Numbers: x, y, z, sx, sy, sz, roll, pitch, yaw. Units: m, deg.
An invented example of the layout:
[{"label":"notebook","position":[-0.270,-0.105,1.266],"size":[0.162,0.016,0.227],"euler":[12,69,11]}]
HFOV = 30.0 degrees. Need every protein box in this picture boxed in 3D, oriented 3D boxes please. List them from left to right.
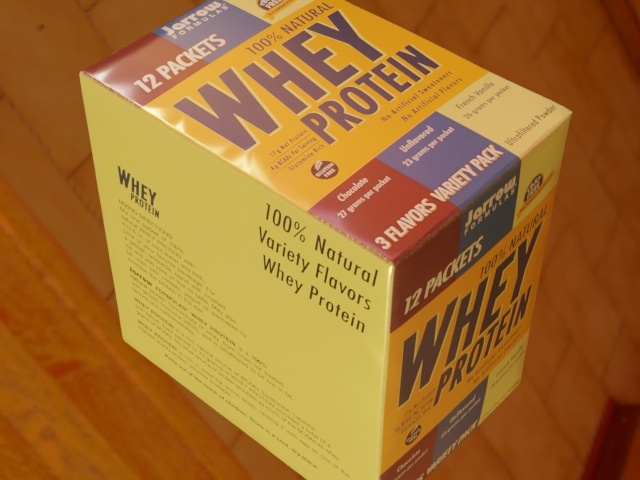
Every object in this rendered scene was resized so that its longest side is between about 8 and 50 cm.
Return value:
[{"label":"protein box","position":[0.000,0.000,0.629],"size":[0.136,0.200,0.201],"euler":[-38,146,-32]}]
